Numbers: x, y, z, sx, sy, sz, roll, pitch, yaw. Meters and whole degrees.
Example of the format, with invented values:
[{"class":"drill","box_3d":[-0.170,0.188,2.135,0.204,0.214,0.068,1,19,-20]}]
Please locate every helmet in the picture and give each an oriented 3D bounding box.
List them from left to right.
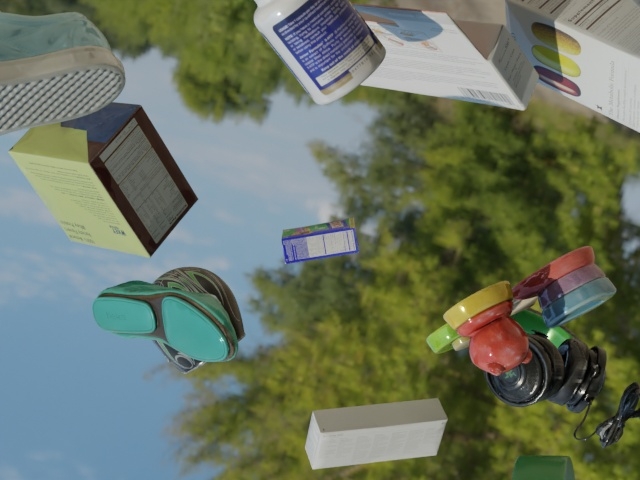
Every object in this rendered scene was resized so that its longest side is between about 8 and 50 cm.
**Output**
[{"class":"helmet","box_3d":[-0.217,0.123,2.078,0.162,0.169,0.169,58,-168,-3]}]

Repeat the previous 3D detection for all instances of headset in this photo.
[{"class":"headset","box_3d":[0.429,0.218,2.230,0.243,0.185,0.394,10,-151,-30]}]

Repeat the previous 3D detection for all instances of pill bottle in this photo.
[{"class":"pill bottle","box_3d":[-0.016,-0.270,1.518,0.187,0.112,0.112,51,-179,-18]}]

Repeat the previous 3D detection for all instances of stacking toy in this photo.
[{"class":"stacking toy","box_3d":[0.339,0.147,2.094,0.309,0.130,0.279,-21,164,-23]}]

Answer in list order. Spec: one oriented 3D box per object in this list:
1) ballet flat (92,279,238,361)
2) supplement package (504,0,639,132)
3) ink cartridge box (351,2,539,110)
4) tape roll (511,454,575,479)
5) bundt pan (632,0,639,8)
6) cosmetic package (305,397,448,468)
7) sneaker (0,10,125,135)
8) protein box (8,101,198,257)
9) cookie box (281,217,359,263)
[{"class":"ballet flat","box_3d":[-0.174,0.089,1.528,0.247,0.083,0.087,9,-156,39]},{"class":"supplement package","box_3d":[0.398,-0.283,1.765,0.134,0.139,0.244,-40,-128,-23]},{"class":"ink cartridge box","box_3d":[0.121,-0.284,1.722,0.296,0.066,0.261,14,165,37]},{"class":"tape roll","box_3d":[0.323,0.470,1.777,0.077,0.321,0.321,-3,-175,16]},{"class":"bundt pan","box_3d":[0.460,-0.292,1.480,0.331,0.124,0.331,38,-160,-17]},{"class":"cosmetic package","box_3d":[0.099,0.341,2.207,0.239,0.099,0.060,-3,-138,-18]},{"class":"sneaker","box_3d":[-0.441,-0.216,1.568,0.365,0.135,0.150,-10,-126,-29]},{"class":"protein box","box_3d":[-0.339,-0.101,1.950,0.199,0.136,0.201,10,141,39]},{"class":"cookie box","box_3d":[0.000,0.000,1.782,0.107,0.040,0.092,-9,-171,1]}]
